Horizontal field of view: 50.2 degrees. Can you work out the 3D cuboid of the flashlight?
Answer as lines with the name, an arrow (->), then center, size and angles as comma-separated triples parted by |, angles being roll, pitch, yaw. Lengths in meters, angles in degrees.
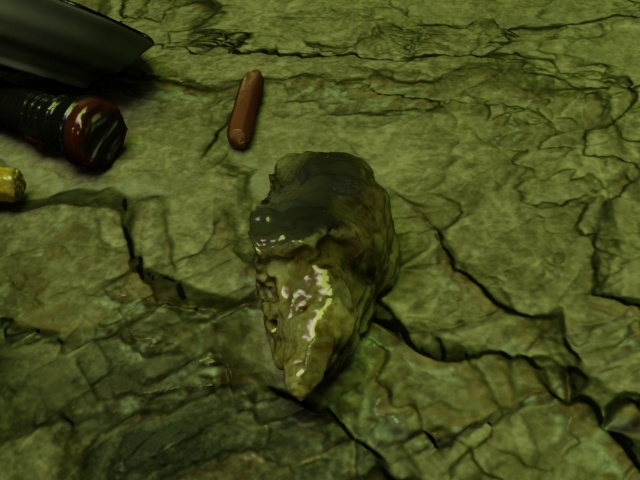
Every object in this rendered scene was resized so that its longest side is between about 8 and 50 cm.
flashlight -> -0.357, -0.156, 0.859 | 0.231, 0.093, 0.093 | 17, 50, 23

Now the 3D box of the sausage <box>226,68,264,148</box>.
sausage -> -0.096, -0.170, 0.885 | 0.035, 0.030, 0.147 | 0, 46, 9

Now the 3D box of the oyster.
oyster -> -0.002, -0.004, 0.664 | 0.166, 0.110, 0.341 | 13, 35, 8

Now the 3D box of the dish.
dish -> -0.384, -0.264, 0.896 | 0.316, 0.106, 0.316 | 15, 7, -2

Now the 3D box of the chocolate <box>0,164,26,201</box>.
chocolate -> -0.452, -0.064, 0.787 | 0.219, 0.086, 0.086 | 3, 47, 2
